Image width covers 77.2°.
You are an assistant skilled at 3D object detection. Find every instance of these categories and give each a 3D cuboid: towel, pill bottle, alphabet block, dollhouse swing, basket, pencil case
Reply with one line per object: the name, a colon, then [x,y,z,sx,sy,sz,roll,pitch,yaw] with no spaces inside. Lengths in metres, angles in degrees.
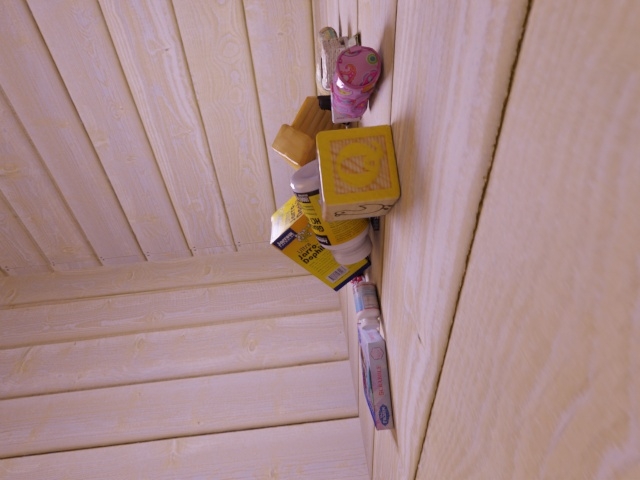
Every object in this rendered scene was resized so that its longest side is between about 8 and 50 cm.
towel: [0.111,-0.621,1.334,0.148,0.027,0.110,-101,6,-70]
pill bottle: [0.170,0.238,1.461,0.087,0.087,0.160,87,176,-61]
pill bottle: [0.049,-0.091,1.311,0.188,0.188,0.334,-99,-15,-61]
alphabet block: [0.089,-0.168,1.055,0.197,0.192,0.193,88,174,-81]
dollhouse swing: [0.036,-0.377,1.652,0.347,0.305,0.315,38,-179,-45]
basket: [0.061,-0.676,1.538,0.167,0.103,0.113,85,179,-46]
pencil case: [0.092,-0.434,1.122,0.284,0.124,0.124,-88,-8,-88]

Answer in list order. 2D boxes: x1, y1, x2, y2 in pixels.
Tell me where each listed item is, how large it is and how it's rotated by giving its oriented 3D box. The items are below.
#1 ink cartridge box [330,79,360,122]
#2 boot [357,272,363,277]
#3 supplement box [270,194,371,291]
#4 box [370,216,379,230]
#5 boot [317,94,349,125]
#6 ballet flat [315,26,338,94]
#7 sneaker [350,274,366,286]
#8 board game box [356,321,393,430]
ink cartridge box: [0.087,-0.488,1.402,0.056,0.099,0.135,-99,4,-57]
boot: [0.146,0.079,1.809,0.213,0.077,0.165,102,162,-61]
supplement box: [0.000,0.000,1.563,0.356,0.195,0.194,38,-156,-28]
box: [0.174,-0.082,1.296,0.067,0.018,0.083,-99,4,-59]
boot: [0.055,-0.540,1.643,0.198,0.137,0.077,87,177,-69]
ballet flat: [0.042,-0.780,1.821,0.348,0.123,0.123,87,177,-58]
sneaker: [0.166,0.198,1.737,0.118,0.067,0.042,-99,3,-56]
board game box: [0.205,0.505,1.559,0.318,0.066,0.318,-156,60,-88]
